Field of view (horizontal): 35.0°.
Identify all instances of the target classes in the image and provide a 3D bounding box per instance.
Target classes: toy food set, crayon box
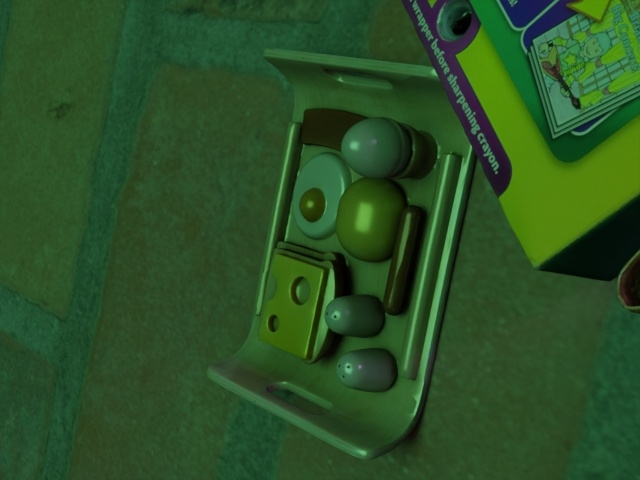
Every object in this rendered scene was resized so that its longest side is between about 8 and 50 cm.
[{"bbox_3d":[0.000,0.000,0.851,0.219,0.092,0.306,17,97,46],"label":"toy food set"},{"bbox_3d":[0.204,-0.209,0.651,0.313,0.106,0.363,-40,57,34],"label":"crayon box"}]

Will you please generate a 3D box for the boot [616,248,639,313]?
[{"bbox_3d":[0.264,-0.002,0.523,0.197,0.152,0.073,-50,37,30],"label":"boot"}]
